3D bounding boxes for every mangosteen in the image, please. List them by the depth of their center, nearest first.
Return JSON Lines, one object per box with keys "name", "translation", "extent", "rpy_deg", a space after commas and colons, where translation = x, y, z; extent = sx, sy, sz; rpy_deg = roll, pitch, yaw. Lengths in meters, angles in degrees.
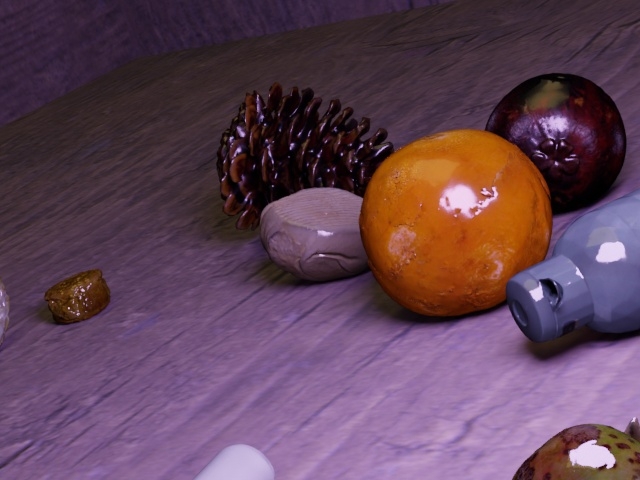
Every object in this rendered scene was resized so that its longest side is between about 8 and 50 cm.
{"name": "mangosteen", "translation": [0.324, -0.137, 2.129], "extent": [0.209, 0.210, 0.210], "rpy_deg": [-16, 17, 5]}

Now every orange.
{"name": "orange", "translation": [0.165, -0.023, 1.885], "extent": [0.240, 0.240, 0.240], "rpy_deg": [-16, 17, 5]}

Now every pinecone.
{"name": "pinecone", "translation": [-0.015, -0.116, 2.357], "extent": [0.292, 0.246, 0.246], "rpy_deg": [10, 26, 19]}

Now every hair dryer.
{"name": "hair dryer", "translation": [-0.167, 0.279, 1.545], "extent": [0.236, 0.073, 0.131], "rpy_deg": [-19, 13, 28]}

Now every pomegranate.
{"name": "pomegranate", "translation": [0.228, 0.209, 1.223], "extent": [0.148, 0.148, 0.169], "rpy_deg": [-1, 25, 43]}

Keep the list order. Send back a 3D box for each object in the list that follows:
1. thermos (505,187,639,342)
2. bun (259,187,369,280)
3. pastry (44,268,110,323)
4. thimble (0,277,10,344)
{"name": "thermos", "translation": [0.337, 0.028, 1.701], "extent": [0.286, 0.145, 0.182], "rpy_deg": [-23, -14, -14]}
{"name": "bun", "translation": [0.000, 0.000, 2.148], "extent": [0.173, 0.113, 0.166], "rpy_deg": [8, 24, 2]}
{"name": "pastry", "translation": [-0.368, 0.086, 2.346], "extent": [0.097, 0.057, 0.109], "rpy_deg": [-19, 14, 14]}
{"name": "thimble", "translation": [-0.555, 0.124, 2.274], "extent": [0.143, 0.137, 0.190], "rpy_deg": [-10, 33, 16]}
